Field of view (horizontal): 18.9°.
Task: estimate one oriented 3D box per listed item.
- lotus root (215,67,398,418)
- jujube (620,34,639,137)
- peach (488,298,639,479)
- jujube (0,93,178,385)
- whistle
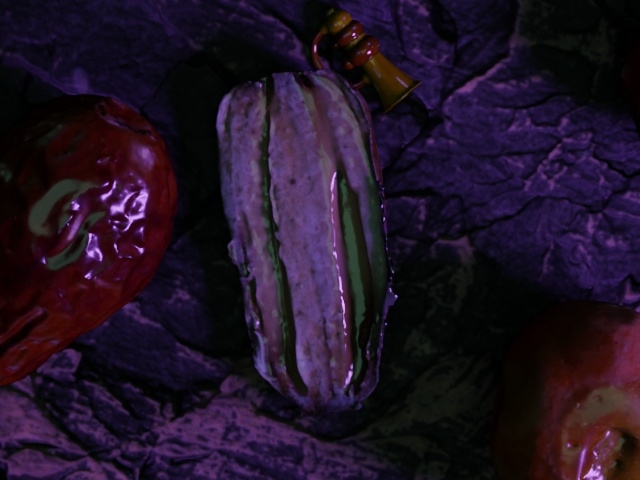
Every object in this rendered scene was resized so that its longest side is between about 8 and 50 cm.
[{"bbox_3d":[0.000,0.001,1.793,0.167,0.078,0.329,-1,101,22],"label":"lotus root"},{"bbox_3d":[0.396,-0.163,1.730,0.250,0.174,0.174,-25,99,-2],"label":"jujube"},{"bbox_3d":[0.255,0.178,1.755,0.214,0.214,0.235,17,86,-4],"label":"peach"},{"bbox_3d":[-0.246,0.003,1.724,0.197,0.197,0.290,35,111,-7],"label":"jujube"},{"bbox_3d":[0.037,-0.166,1.790,0.109,0.057,0.046,45,50,1],"label":"whistle"}]
